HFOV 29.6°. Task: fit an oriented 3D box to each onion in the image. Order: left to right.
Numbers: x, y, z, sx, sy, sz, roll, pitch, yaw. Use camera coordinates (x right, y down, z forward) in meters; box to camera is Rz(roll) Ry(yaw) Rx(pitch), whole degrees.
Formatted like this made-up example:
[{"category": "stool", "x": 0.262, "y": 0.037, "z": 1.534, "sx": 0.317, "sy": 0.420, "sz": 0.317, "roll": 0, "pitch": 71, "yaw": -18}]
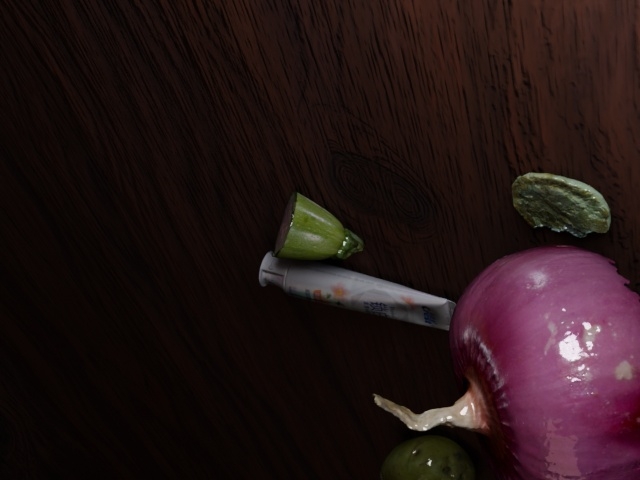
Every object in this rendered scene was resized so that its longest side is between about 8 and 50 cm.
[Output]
[{"category": "onion", "x": 0.284, "y": 0.193, "z": 1.539, "sx": 0.345, "sy": 0.358, "sz": 0.358, "roll": -26, "pitch": 130, "yaw": 15}]

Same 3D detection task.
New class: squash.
[{"category": "squash", "x": 0.006, "y": -0.003, "z": 1.785, "sx": 0.132, "sy": 0.105, "sz": 0.105, "roll": 19, "pitch": 155, "yaw": -10}]

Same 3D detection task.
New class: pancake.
[{"category": "pancake", "x": 0.292, "y": -0.044, "z": 1.489, "sx": 0.129, "sy": 0.022, "sz": 0.116, "roll": 12, "pitch": 147, "yaw": 31}]

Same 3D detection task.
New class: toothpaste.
[{"category": "toothpaste", "x": 0.062, "y": 0.082, "z": 1.908, "sx": 0.323, "sy": 0.066, "sz": 0.100, "roll": 13, "pitch": 151, "yaw": 18}]

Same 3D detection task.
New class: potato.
[{"category": "potato", "x": 0.211, "y": 0.471, "z": 2.366, "sx": 0.197, "sy": 0.148, "sz": 0.228, "roll": 22, "pitch": 155, "yaw": -20}]
